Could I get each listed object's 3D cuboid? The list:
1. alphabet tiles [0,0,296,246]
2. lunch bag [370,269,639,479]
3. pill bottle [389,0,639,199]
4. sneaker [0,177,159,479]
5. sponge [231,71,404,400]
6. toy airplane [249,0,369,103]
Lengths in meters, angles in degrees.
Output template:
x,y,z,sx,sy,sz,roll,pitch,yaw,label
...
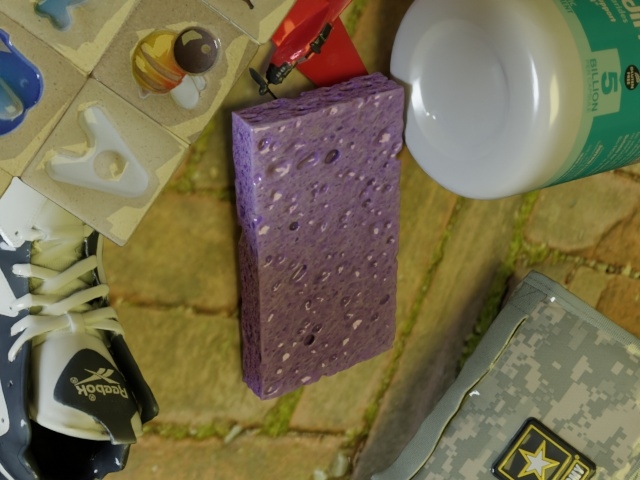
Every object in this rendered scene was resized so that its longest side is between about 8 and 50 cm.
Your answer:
x,y,z,sx,sy,sz,roll,pitch,yaw,label
-0.177,-0.161,0.561,0.342,0.011,0.285,35,83,-14,alphabet tiles
0.191,0.187,1.036,0.287,0.169,0.235,37,89,-35,lunch bag
0.185,-0.119,0.892,0.264,0.146,0.146,-15,119,-38,pill bottle
-0.136,0.043,0.705,0.094,0.153,0.235,5,107,-42,sneaker
0.000,0.000,0.870,0.117,0.031,0.210,-20,127,-30,sponge
0.010,-0.148,0.821,0.151,0.028,0.151,-19,123,-33,toy airplane
